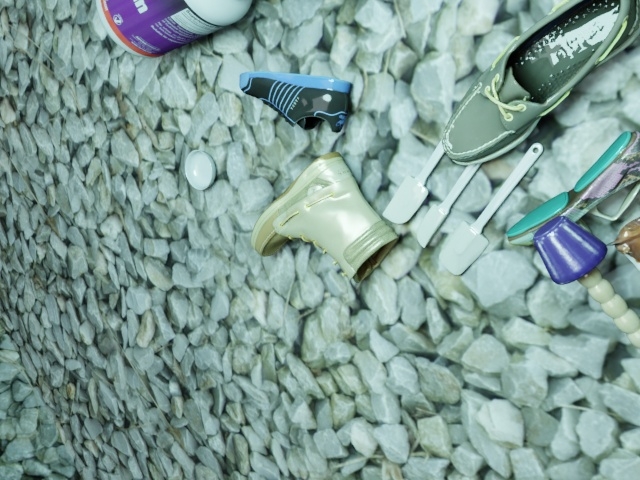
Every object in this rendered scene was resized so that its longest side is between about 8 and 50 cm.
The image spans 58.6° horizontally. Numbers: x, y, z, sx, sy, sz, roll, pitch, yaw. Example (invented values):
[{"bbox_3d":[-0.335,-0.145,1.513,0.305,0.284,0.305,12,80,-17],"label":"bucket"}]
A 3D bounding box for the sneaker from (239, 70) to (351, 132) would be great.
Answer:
[{"bbox_3d":[-0.054,-0.244,1.001,0.232,0.081,0.090,15,102,33],"label":"sneaker"}]

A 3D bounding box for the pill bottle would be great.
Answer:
[{"bbox_3d":[-0.249,-0.460,1.035,0.323,0.181,0.182,-6,97,38],"label":"pill bottle"}]

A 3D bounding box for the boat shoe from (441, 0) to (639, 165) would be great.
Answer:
[{"bbox_3d":[0.269,-0.210,0.748,0.305,0.091,0.109,-42,75,33],"label":"boat shoe"}]

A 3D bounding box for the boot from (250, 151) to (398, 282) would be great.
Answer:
[{"bbox_3d":[0.000,0.000,1.015,0.262,0.095,0.203,-44,75,31],"label":"boot"}]

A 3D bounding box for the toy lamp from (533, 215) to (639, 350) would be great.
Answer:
[{"bbox_3d":[0.375,0.086,0.719,0.275,0.080,0.080,49,127,-2],"label":"toy lamp"}]

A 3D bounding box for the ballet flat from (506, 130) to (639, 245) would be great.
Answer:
[{"bbox_3d":[0.350,-0.046,0.753,0.079,0.077,0.221,42,124,-1],"label":"ballet flat"}]

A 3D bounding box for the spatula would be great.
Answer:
[{"bbox_3d":[0.218,-0.082,0.876,0.168,0.019,0.242,44,120,22],"label":"spatula"}]

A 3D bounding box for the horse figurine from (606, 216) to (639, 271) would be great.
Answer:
[{"bbox_3d":[0.495,-0.022,0.645,0.174,0.066,0.263,48,127,12],"label":"horse figurine"}]

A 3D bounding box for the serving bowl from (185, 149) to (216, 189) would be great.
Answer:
[{"bbox_3d":[-0.249,-0.150,1.208,0.083,0.027,0.083,10,107,35],"label":"serving bowl"}]
